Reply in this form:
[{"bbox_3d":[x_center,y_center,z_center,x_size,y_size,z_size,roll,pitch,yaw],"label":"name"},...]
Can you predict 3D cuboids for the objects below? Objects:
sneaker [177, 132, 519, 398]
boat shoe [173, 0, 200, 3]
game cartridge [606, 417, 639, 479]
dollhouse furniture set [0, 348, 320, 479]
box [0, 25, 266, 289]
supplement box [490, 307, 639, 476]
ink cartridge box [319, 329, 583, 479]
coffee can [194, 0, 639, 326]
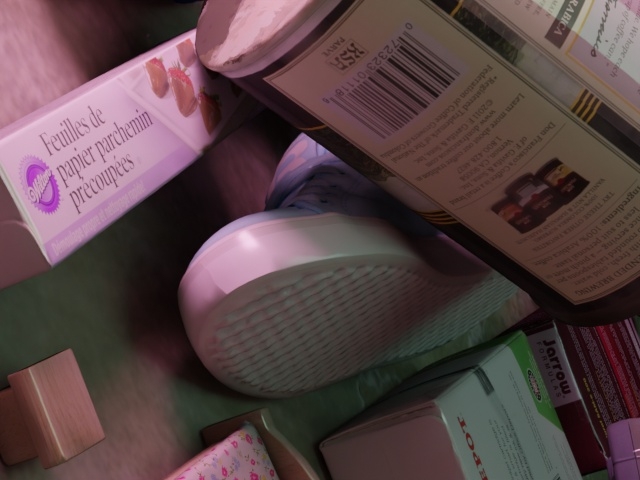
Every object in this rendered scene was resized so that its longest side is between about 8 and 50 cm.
[{"bbox_3d":[0.000,0.000,1.044,0.150,0.135,0.366,51,19,18],"label":"sneaker"},{"bbox_3d":[-0.082,-0.205,1.025,0.089,0.109,0.258,67,21,5],"label":"boat shoe"},{"bbox_3d":[0.289,0.322,1.331,0.355,0.068,0.230,65,12,-47],"label":"game cartridge"},{"bbox_3d":[0.031,0.175,0.869,0.356,0.173,0.303,68,23,-3],"label":"dollhouse furniture set"},{"bbox_3d":[-0.110,-0.055,0.889,0.063,0.067,0.324,64,23,-10],"label":"box"},{"bbox_3d":[0.224,0.119,1.456,0.239,0.073,0.130,-17,86,-67],"label":"supplement box"},{"bbox_3d":[0.100,0.167,1.122,0.219,0.092,0.160,-21,89,-66],"label":"ink cartridge box"},{"bbox_3d":[0.097,-0.106,0.950,0.275,0.201,0.202,35,37,-23],"label":"coffee can"}]
